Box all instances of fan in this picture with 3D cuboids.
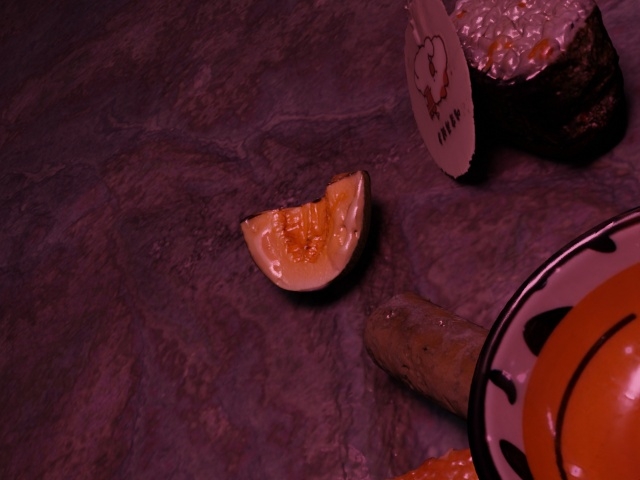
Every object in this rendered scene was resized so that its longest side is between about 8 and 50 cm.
[{"bbox_3d":[0.095,-0.218,0.926,0.009,0.191,0.329,-13,78,-9],"label":"fan"}]

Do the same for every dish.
[{"bbox_3d":[0.243,0.108,0.579,0.303,0.120,0.303,-27,38,23],"label":"dish"}]

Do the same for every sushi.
[{"bbox_3d":[0.197,-0.170,0.882,0.136,0.126,0.225,-42,36,5],"label":"sushi"}]

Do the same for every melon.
[{"bbox_3d":[0.000,0.000,0.960,0.160,0.079,0.128,-20,62,29],"label":"melon"}]

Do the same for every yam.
[{"bbox_3d":[0.104,0.096,0.746,0.078,0.078,0.179,-52,27,-9],"label":"yam"}]

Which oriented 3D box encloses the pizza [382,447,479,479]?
[{"bbox_3d":[0.040,0.267,0.659,0.228,0.081,0.290,6,58,37],"label":"pizza"}]
